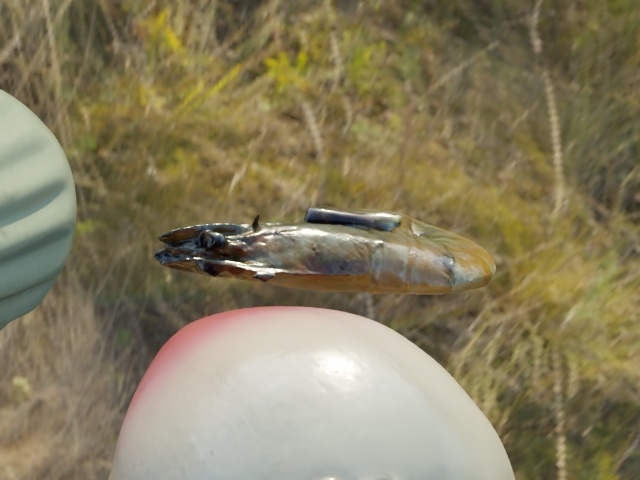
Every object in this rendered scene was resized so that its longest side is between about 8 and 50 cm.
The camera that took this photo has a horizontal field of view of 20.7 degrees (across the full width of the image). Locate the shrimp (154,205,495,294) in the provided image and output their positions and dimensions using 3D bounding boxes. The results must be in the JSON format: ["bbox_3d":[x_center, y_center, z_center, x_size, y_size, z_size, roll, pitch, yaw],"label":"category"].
[{"bbox_3d":[0.000,0.000,1.437,0.296,0.169,0.058,5,105,-19],"label":"shrimp"}]

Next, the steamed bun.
[{"bbox_3d":[-0.025,0.172,1.271,0.309,0.309,0.309,5,65,-11],"label":"steamed bun"}]

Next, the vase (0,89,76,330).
[{"bbox_3d":[-0.186,0.001,0.731,0.128,0.248,0.128,2,101,9],"label":"vase"}]
